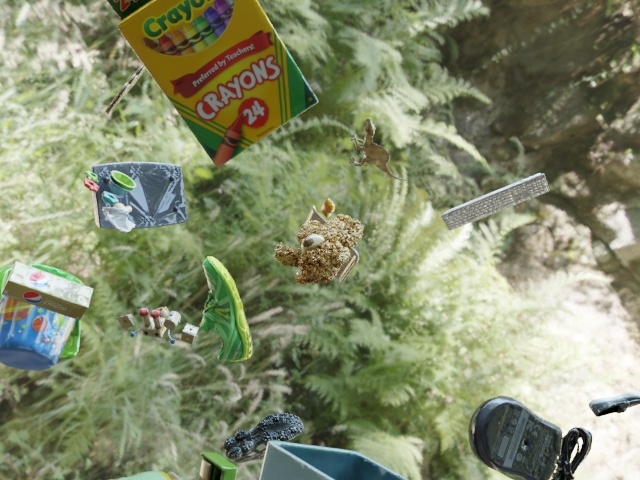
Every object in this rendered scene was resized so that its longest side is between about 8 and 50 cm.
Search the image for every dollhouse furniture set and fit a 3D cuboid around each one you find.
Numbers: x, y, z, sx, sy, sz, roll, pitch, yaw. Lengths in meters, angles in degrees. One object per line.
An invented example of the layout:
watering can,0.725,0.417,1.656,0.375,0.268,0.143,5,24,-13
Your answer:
dollhouse furniture set,-0.348,0.514,1.479,0.197,0.151,0.301,11,-2,-37

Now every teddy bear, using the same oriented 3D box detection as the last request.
teddy bear,0.000,0.000,1.879,0.338,0.245,0.113,-47,132,-58

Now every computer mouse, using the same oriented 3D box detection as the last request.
computer mouse,0.333,0.352,1.157,0.272,0.188,0.072,37,-17,-25

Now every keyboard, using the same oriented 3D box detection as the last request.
keyboard,0.418,-0.090,1.648,0.072,0.256,0.014,52,21,-43

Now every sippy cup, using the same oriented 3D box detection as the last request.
sippy cup,-0.754,0.214,1.811,0.305,0.240,0.224,26,51,-29

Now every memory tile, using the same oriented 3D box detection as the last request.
memory tile,-0.449,-0.364,1.608,0.012,0.148,0.113,39,-43,-17

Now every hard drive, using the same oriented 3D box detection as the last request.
hard drive,-0.470,-0.115,1.779,0.054,0.255,0.172,-9,-91,46

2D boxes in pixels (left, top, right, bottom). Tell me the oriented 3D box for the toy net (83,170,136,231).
toy net,-0.481,-0.102,1.594,0.122,0.045,0.232,29,17,-35

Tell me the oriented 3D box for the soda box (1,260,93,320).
soda box,-0.616,0.116,1.557,0.181,0.058,0.061,24,39,-23

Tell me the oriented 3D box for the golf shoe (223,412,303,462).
golf shoe,-0.136,0.483,1.673,0.094,0.198,0.077,82,-12,-51

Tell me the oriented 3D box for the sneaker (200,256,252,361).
sneaker,-0.268,0.188,1.832,0.109,0.123,0.295,-165,-121,-81

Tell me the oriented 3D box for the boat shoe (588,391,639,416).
boat shoe,0.765,0.427,1.771,0.040,0.142,0.049,-101,-177,-46

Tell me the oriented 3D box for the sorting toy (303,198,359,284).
sorting toy,0.040,-0.007,2.166,0.229,0.041,0.307,49,-27,11

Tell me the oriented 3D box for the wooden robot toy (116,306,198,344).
wooden robot toy,-0.337,0.163,1.459,0.079,0.173,0.076,-67,162,-55

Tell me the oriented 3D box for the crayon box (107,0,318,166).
crayon box,-0.172,-0.301,1.082,0.318,0.202,0.081,55,4,-26

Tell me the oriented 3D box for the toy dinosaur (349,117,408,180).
toy dinosaur,0.113,-0.177,1.472,0.093,0.053,0.183,5,-38,41

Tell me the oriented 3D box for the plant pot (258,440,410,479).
plant pot,0.031,0.489,1.078,0.247,0.252,0.248,16,-6,44
